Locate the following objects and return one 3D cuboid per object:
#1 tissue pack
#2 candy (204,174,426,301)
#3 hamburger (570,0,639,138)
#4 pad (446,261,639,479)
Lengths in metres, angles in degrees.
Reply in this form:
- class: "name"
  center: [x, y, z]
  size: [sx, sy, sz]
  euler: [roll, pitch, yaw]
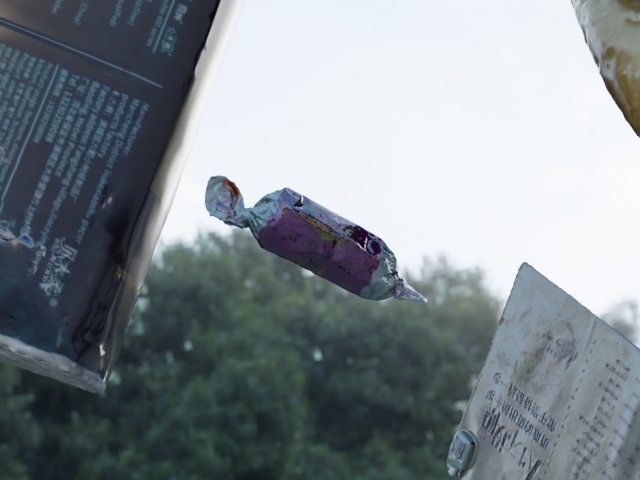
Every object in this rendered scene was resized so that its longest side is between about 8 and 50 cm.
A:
- class: "tissue pack"
  center: [-0.232, -0.111, 1.504]
  size: [0.264, 0.417, 0.253]
  euler: [19, -9, -4]
- class: "candy"
  center: [0.000, 0.000, 1.274]
  size: [0.175, 0.045, 0.043]
  euler: [27, -60, -13]
- class: "hamburger"
  center: [0.355, -0.269, 1.568]
  size: [0.445, 0.287, 0.268]
  euler: [-37, -16, -49]
- class: "pad"
  center: [0.172, 0.141, 1.097]
  size: [0.009, 0.265, 0.160]
  euler: [2, -64, -37]
